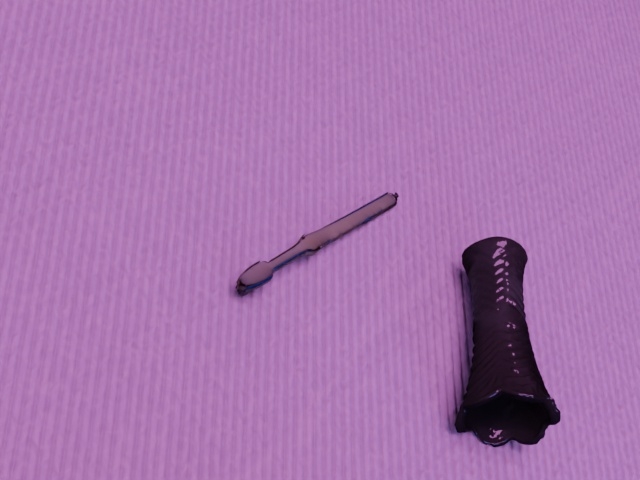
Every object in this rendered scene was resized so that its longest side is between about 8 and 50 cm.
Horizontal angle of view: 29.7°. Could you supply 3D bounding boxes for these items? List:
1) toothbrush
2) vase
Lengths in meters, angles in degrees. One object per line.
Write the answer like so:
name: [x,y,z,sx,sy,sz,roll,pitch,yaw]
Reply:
toothbrush: [0.003,-0.003,1.379,0.294,0.028,0.026,-31,78,-42]
vase: [0.207,0.107,1.375,0.115,0.115,0.237,19,47,-18]
